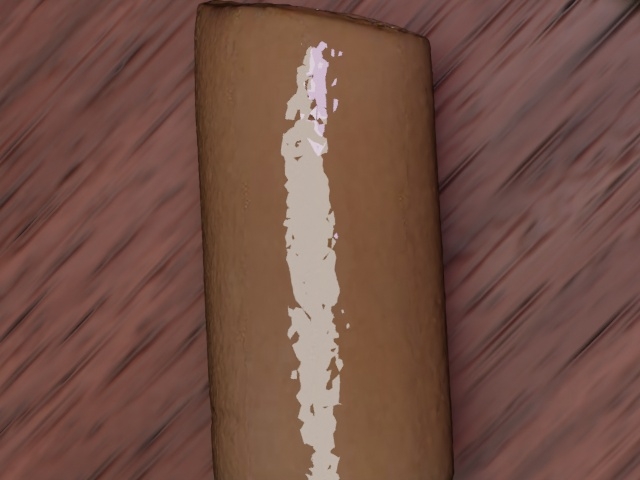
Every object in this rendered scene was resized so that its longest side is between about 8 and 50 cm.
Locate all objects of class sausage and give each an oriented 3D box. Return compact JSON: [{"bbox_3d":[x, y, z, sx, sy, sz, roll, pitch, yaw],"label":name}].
[{"bbox_3d":[0.000,0.000,0.922,0.123,0.123,0.253,-4,89,12],"label":"sausage"}]
